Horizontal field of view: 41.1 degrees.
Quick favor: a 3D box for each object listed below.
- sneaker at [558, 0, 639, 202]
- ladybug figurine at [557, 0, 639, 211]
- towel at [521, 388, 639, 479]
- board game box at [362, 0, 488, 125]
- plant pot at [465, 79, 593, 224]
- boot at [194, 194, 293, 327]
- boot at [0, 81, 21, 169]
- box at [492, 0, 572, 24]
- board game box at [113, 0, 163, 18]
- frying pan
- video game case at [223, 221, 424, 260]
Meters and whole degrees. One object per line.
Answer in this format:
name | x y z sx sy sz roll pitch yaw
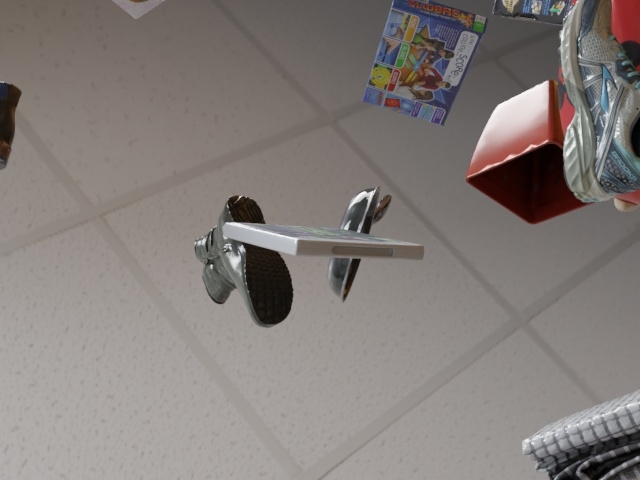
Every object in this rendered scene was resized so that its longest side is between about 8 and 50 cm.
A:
sneaker | 0.394 -0.194 1.125 0.110 0.122 0.282 1 -95 -50
ladybug figurine | 0.476 -0.258 1.312 0.162 0.449 0.305 -6 -164 -15
towel | 0.436 0.283 1.195 0.284 0.235 0.121 11 -125 -65
board game box | 0.149 -0.262 1.260 0.136 0.201 0.035 17 -124 -1
plant pot | 0.546 -0.230 2.101 0.267 0.267 0.235 28 -124 -31
boot | -0.131 0.062 1.403 0.083 0.161 0.246 2 -126 -34
boot | -0.481 -0.151 1.106 0.219 0.082 0.106 5 -111 19
box | 0.512 -0.580 1.717 0.293 0.295 0.073 20 -162 39
board game box | -0.290 -0.429 0.854 0.319 0.066 0.318 30 -143 -60
frying pan | 0.073 -0.040 1.411 0.053 0.197 0.326 17 -134 6
video game case | 0.000 0.000 1.030 0.173 0.190 0.022 3 -85 -31
